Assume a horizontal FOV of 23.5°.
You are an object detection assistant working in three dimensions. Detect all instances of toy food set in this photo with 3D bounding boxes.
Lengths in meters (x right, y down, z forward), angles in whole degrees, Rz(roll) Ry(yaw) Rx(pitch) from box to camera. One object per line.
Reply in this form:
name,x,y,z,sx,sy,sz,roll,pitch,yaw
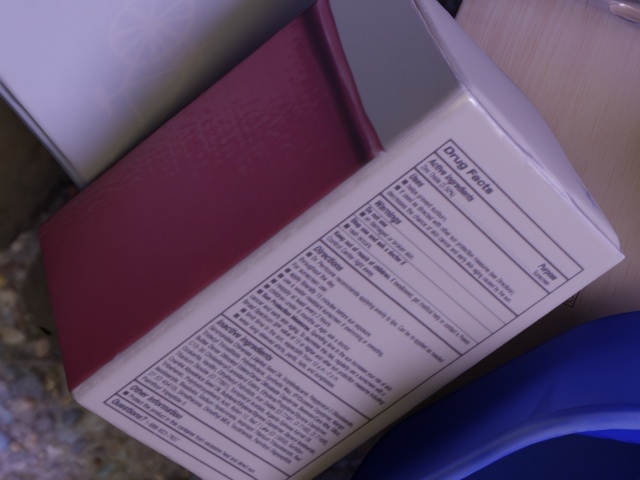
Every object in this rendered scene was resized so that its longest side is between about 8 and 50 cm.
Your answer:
toy food set,0.139,0.016,0.869,0.220,0.092,0.306,22,105,6

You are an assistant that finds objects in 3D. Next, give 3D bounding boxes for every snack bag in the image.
snack bag,-0.032,-0.176,0.708,0.342,0.037,0.323,-40,150,-3

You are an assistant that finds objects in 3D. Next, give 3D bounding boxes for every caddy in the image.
caddy,0.126,0.191,0.766,0.341,0.179,0.241,-33,101,29

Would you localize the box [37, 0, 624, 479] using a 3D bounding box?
box,0.000,0.000,0.750,0.232,0.127,0.148,-37,132,14
